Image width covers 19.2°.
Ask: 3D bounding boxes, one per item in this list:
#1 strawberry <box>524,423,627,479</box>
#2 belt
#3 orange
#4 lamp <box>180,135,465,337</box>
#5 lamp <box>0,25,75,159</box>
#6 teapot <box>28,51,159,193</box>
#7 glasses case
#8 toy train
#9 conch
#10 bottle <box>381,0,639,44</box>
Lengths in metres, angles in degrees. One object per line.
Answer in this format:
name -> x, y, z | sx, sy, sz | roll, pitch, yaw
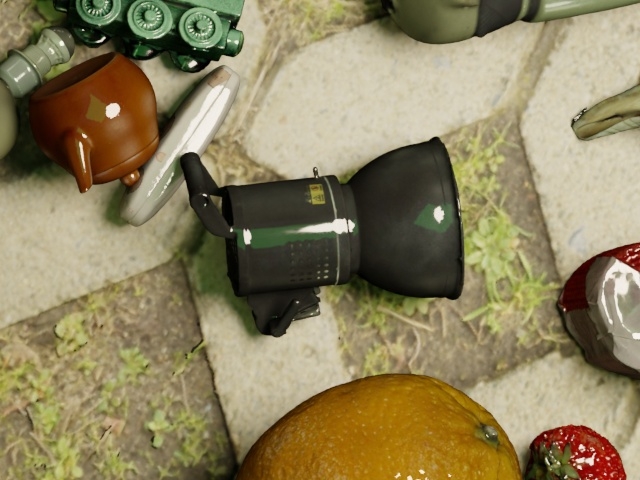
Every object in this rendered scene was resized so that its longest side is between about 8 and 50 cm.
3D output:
strawberry -> 0.234, 0.213, 1.706 | 0.106, 0.106, 0.106 | 0, 87, -10
belt -> 0.327, 0.067, 1.714 | 0.201, 0.124, 0.128 | 14, 83, -10
orange -> 0.051, 0.235, 1.590 | 0.264, 0.264, 0.264 | 0, 87, -10
lamp -> 0.000, 0.000, 1.655 | 0.227, 0.147, 0.172 | -7, 124, -7
lamp -> -0.274, -0.130, 1.641 | 0.163, 0.091, 0.091 | -43, 95, -24
teapot -> -0.184, -0.096, 1.619 | 0.116, 0.173, 0.116 | 6, 117, 12
glasses case -> -0.124, -0.084, 1.669 | 0.041, 0.063, 0.164 | 35, 83, -12
toy train -> -0.146, -0.214, 1.668 | 0.170, 0.071, 0.111 | 14, 69, -7
conch -> 0.368, -0.137, 1.733 | 0.234, 0.137, 0.114 | -48, 122, 0
bottle -> 0.218, -0.276, 1.685 | 0.347, 0.168, 0.168 | -17, 91, -11
